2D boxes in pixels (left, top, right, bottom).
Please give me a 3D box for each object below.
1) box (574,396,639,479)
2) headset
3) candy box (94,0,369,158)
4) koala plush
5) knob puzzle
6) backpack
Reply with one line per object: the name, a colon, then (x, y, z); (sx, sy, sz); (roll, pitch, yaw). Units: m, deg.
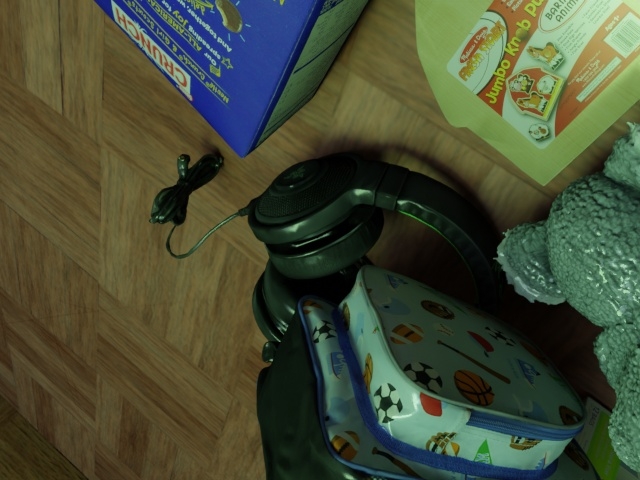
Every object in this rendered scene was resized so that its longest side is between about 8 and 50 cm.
box: (0.304, 0.273, 0.602); (0.203, 0.114, 0.103); (37, 136, 12)
headset: (0.000, 0.000, 0.675); (0.394, 0.185, 0.243); (14, 133, 13)
candy box: (-0.083, -0.255, 0.482); (0.268, 0.122, 0.317); (46, 153, 1)
koala plush: (0.244, 0.038, 0.441); (0.221, 0.203, 0.196); (56, 144, 13)
knob puzzle: (0.155, -0.161, 0.471); (0.213, 0.030, 0.213); (22, 133, 26)
backpack: (0.094, 0.161, 0.521); (0.263, 0.276, 0.213); (27, 113, -20)
